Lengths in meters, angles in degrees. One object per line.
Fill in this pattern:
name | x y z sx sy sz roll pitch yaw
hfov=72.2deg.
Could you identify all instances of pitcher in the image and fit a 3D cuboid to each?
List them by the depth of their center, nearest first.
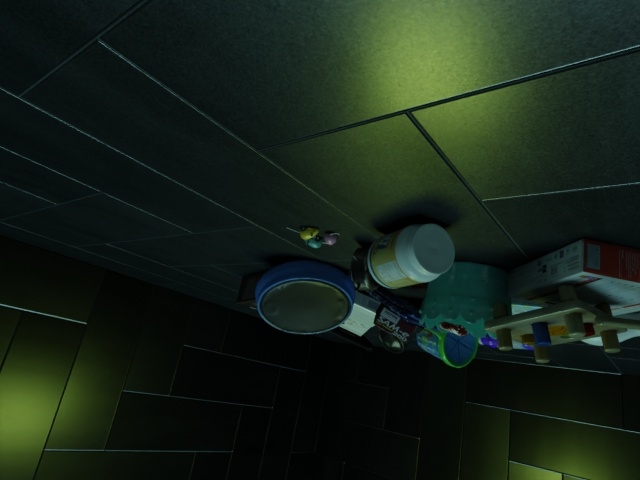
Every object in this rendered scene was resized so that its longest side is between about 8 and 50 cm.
pitcher | 0.975 0.283 1.473 0.207 0.126 0.177 -9 172 20

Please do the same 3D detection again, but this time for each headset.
headset | 0.342 0.345 1.869 0.185 0.243 0.394 46 171 9

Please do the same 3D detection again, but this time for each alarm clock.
alarm clock | 0.154 0.082 1.329 0.064 0.130 0.192 -2 -174 28

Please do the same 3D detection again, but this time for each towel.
towel | 0.270 0.215 1.572 0.243 0.040 0.336 26 -174 -41

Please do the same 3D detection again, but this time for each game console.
game console | 0.052 0.403 2.167 0.386 0.060 0.342 31 -175 -35

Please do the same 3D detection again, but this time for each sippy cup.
sippy cup | 0.585 0.461 2.086 0.240 0.306 0.224 -29 -166 -27

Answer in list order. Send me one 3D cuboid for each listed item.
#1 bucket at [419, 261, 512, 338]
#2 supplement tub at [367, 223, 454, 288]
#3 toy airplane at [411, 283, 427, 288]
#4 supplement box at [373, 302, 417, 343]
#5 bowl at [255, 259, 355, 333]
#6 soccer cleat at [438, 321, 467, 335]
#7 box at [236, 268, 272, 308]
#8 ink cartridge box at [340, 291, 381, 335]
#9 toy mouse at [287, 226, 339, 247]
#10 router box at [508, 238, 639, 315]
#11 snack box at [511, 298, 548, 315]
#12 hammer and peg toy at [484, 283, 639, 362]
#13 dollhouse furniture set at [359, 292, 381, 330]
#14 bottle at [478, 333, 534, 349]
bucket | 0.454 0.188 1.359 0.280 0.183 0.281 11 162 3
supplement tub | 0.224 0.040 1.106 0.144 0.145 0.199 18 161 -20
toy airplane | 0.335 0.143 1.543 0.151 0.028 0.151 9 161 3
supplement box | 0.262 0.276 1.550 0.130 0.073 0.239 30 -176 9
bowl | -0.058 0.233 1.691 0.390 0.077 0.391 -1 135 -1
soccer cleat | 0.379 0.251 1.255 0.083 0.029 0.035 18 171 -7
box | -0.209 0.231 1.958 0.191 0.143 0.381 21 158 -28
ink cartridge box | 0.101 0.288 1.886 0.296 0.066 0.261 26 148 -4
toy mouse | 0.000 0.000 1.299 0.160 0.031 0.143 0 159 31
router box | 0.709 0.109 1.132 0.300 0.082 0.335 12 162 -3
snack box | 0.684 0.252 1.510 0.174 0.070 0.207 2 140 26
hammer and peg toy | 0.632 0.201 1.097 0.265 0.128 0.361 21 147 -30
dollhouse furniture set | 0.180 0.340 2.057 0.258 0.135 0.262 9 162 7
bottle | 0.894 0.472 2.107 0.118 0.092 0.282 21 159 -32
